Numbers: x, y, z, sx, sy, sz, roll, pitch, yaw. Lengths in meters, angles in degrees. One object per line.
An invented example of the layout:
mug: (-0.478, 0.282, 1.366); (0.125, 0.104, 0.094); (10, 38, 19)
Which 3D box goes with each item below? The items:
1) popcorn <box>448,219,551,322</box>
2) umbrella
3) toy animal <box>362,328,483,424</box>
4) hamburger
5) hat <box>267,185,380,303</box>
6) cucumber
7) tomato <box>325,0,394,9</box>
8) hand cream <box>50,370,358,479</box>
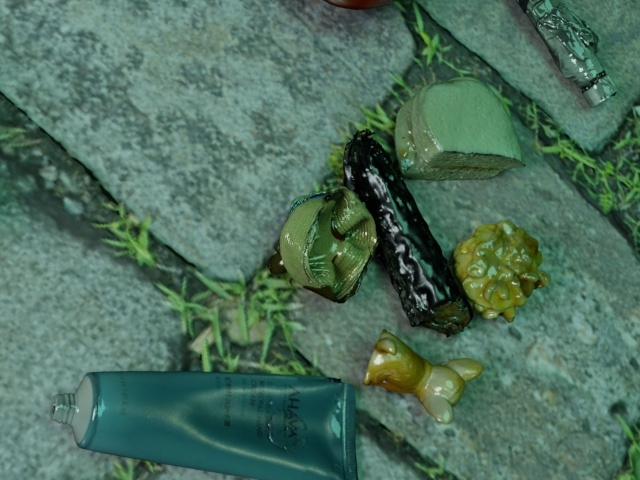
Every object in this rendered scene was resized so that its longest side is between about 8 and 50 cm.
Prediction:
popcorn: (0.145, 0.027, 0.788); (0.082, 0.057, 0.083); (-14, 80, -27)
umbrella: (0.225, -0.214, 0.921); (0.050, 0.046, 0.188); (-34, 87, 8)
toy animal: (0.078, 0.100, 0.722); (0.083, 0.081, 0.061); (21, 59, 6)
hamburger: (0.118, -0.099, 0.829); (0.121, 0.054, 0.084); (1, 66, -27)
hat: (0.000, 0.000, 0.730); (0.076, 0.059, 0.077); (49, 63, -41)
cucumber: (0.065, -0.006, 0.768); (0.053, 0.053, 0.182); (-19, 79, -29)
tomato: (0.042, -0.270, 0.838); (0.174, 0.082, 0.166); (-18, 75, -25)
hand cream: (-0.072, 0.126, 0.662); (0.224, 0.048, 0.083); (10, 64, -27)
